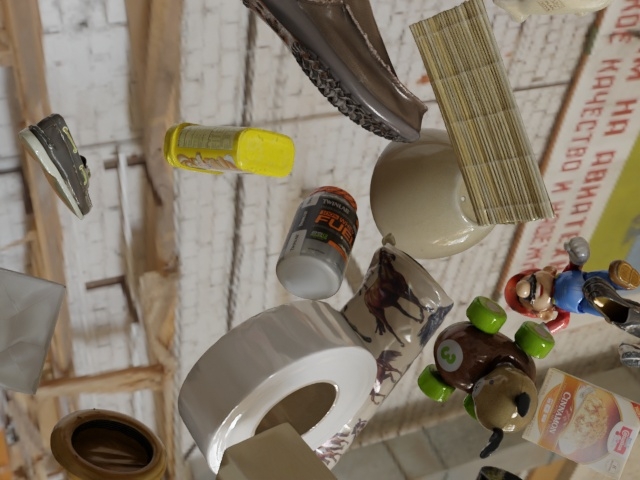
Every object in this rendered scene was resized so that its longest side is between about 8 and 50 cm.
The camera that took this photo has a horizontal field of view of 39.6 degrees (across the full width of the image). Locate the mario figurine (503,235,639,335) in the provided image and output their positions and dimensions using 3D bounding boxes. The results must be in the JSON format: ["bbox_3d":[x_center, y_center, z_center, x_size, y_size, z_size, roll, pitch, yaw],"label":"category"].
[{"bbox_3d":[0.511,0.113,1.917,0.170,0.198,0.321,52,-29,-19],"label":"mario figurine"}]

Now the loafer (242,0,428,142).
[{"bbox_3d":[0.016,-0.271,1.069,0.366,0.130,0.134,47,-4,-14],"label":"loafer"}]

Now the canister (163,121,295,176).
[{"bbox_3d":[-0.138,-0.137,1.357,0.170,0.126,0.073,8,-88,43],"label":"canister"}]

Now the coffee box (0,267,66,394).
[{"bbox_3d":[-0.505,0.135,1.394,0.297,0.119,0.168,-4,-111,62],"label":"coffee box"}]

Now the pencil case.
[{"bbox_3d":[0.054,0.194,1.513,0.184,0.410,0.160,38,3,14],"label":"pencil case"}]

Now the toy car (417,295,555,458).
[{"bbox_3d":[0.222,0.194,1.151,0.155,0.149,0.188,-59,-170,23],"label":"toy car"}]

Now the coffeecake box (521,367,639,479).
[{"bbox_3d":[0.489,0.337,1.647,0.142,0.186,0.068,-69,158,0],"label":"coffeecake box"}]

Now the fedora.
[{"bbox_3d":[-0.352,0.360,1.458,0.079,0.194,0.194,-64,-144,25],"label":"fedora"}]

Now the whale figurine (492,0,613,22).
[{"bbox_3d":[0.494,-0.548,1.844,0.272,0.216,0.141,-16,-123,44],"label":"whale figurine"}]

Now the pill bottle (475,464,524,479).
[{"bbox_3d":[0.266,0.490,1.465,0.123,0.123,0.219,37,-72,62],"label":"pill bottle"}]

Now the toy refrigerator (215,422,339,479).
[{"bbox_3d":[-0.007,0.351,1.047,0.269,0.102,0.094,42,-49,32],"label":"toy refrigerator"}]

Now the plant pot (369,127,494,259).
[{"bbox_3d":[0.270,-0.096,1.830,0.191,0.284,0.284,5,-74,60],"label":"plant pot"}]

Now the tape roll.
[{"bbox_3d":[-0.060,0.221,1.296,0.100,0.286,0.286,51,-32,33],"label":"tape roll"}]

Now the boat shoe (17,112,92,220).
[{"bbox_3d":[-0.401,-0.113,1.414,0.081,0.069,0.227,41,-18,24],"label":"boat shoe"}]

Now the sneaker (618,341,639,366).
[{"bbox_3d":[0.550,0.194,1.490,0.043,0.109,0.040,-90,-161,-63],"label":"sneaker"}]

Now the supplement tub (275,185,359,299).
[{"bbox_3d":[0.000,0.000,1.543,0.117,0.117,0.190,102,4,-48],"label":"supplement tub"}]

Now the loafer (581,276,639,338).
[{"bbox_3d":[0.549,0.137,1.621,0.062,0.170,0.061,-54,-172,27],"label":"loafer"}]

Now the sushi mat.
[{"bbox_3d":[0.221,-0.168,1.235,0.151,0.019,0.316,-10,-78,57],"label":"sushi mat"}]
